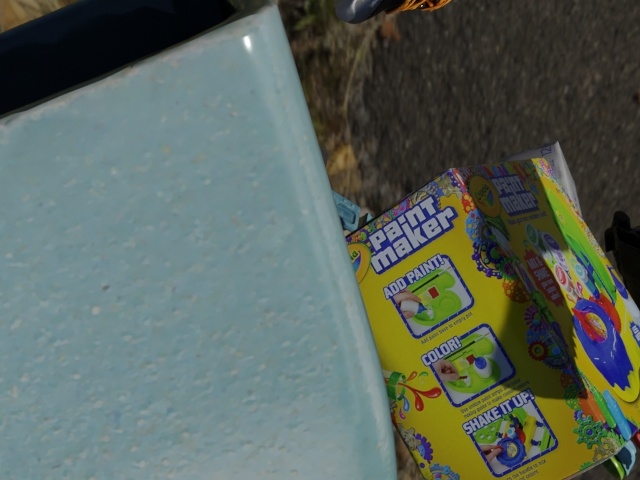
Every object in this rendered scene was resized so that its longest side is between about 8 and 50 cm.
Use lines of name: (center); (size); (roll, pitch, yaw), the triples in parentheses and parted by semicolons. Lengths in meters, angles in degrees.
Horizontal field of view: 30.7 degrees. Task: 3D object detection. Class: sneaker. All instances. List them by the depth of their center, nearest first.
sneaker: (0.100, -0.267, 1.180); (0.215, 0.084, 0.083); (-39, 104, -31)

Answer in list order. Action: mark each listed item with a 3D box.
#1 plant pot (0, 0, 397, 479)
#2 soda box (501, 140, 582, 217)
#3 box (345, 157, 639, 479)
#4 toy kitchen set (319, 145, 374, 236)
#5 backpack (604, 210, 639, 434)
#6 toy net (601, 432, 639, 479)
plant pot: (-0.095, 0.055, 0.460); (0.247, 0.248, 0.252); (-23, 110, 0)
soda box: (0.329, -0.004, 1.667); (0.091, 0.098, 0.286); (-17, 47, 17)
box: (0.176, 0.084, 1.129); (0.177, 0.290, 0.279); (-35, 80, 26)
toy kitchen set: (0.000, 0.000, 1.472); (0.207, 0.122, 0.166); (31, 51, -27)
backpack: (0.473, 0.097, 1.297); (0.213, 0.263, 0.276); (-15, 102, -20)
toy net: (0.366, 0.222, 1.540); (0.045, 0.122, 0.232); (-33, 102, -5)
